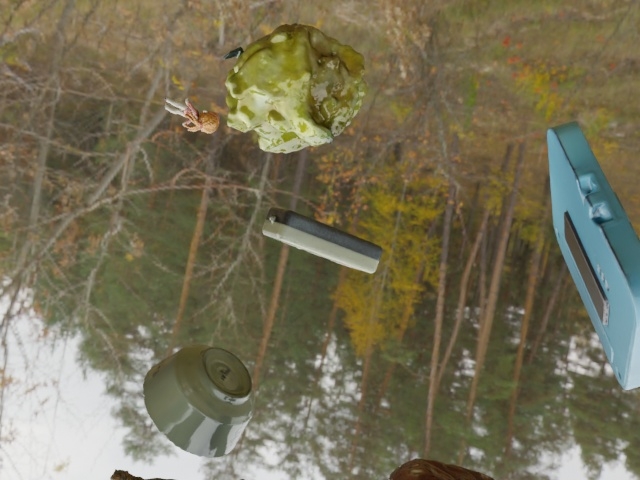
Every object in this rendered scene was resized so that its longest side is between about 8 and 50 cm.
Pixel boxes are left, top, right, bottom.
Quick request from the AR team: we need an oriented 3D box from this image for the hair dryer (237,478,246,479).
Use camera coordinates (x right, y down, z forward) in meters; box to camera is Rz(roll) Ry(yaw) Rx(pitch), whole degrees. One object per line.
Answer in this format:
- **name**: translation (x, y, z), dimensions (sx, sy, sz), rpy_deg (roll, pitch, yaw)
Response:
- **hair dryer**: translation (-0.069, 0.539, 1.244), dimensions (0.313, 0.123, 0.340), rpy_deg (53, 158, -20)

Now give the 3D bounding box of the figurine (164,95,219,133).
- **figurine**: translation (-0.238, -0.229, 1.220), dimensions (0.109, 0.047, 0.064), rpy_deg (24, 139, 4)

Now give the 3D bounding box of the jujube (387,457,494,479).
- **jujube**: translation (0.199, 0.444, 1.000), dimensions (0.232, 0.213, 0.213), rpy_deg (15, -177, -5)

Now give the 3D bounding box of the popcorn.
- **popcorn**: translation (-0.037, -0.177, 0.789), dimensions (0.173, 0.143, 0.173), rpy_deg (-11, -172, 2)

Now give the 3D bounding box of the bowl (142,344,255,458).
- **bowl**: translation (-0.197, 0.268, 1.186), dimensions (0.211, 0.112, 0.211), rpy_deg (38, -158, -18)

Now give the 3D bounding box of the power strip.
- **power strip**: translation (0.000, 0.000, 1.404), dimensions (0.256, 0.070, 0.105), rpy_deg (23, 175, -27)

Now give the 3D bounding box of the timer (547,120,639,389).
- **timer**: translation (0.319, 0.013, 0.705), dimensions (0.091, 0.232, 0.250), rpy_deg (-20, 146, 14)

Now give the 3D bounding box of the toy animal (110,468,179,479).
- **toy animal**: translation (-0.330, 0.561, 1.459), dimensions (0.255, 0.117, 0.114), rpy_deg (1, 161, -5)
